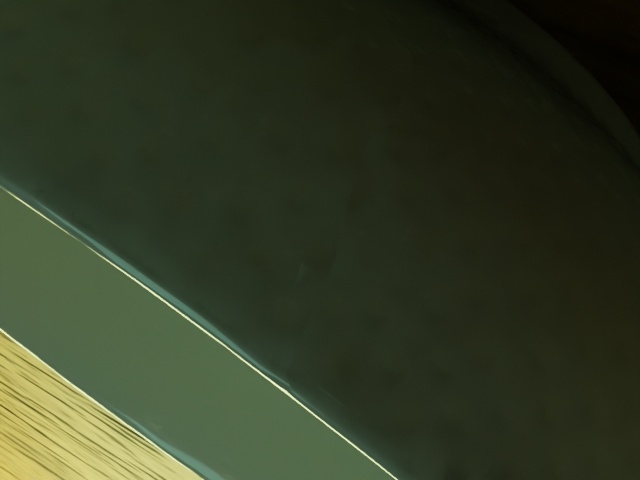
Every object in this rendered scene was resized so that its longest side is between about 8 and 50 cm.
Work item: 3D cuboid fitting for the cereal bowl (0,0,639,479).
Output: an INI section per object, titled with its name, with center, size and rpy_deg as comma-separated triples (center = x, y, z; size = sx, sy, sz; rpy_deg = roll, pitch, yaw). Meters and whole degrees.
[cereal bowl]
center = 0.000, 0.000, 0.574
size = 0.339, 0.141, 0.339
rpy_deg = 35, 168, 8
